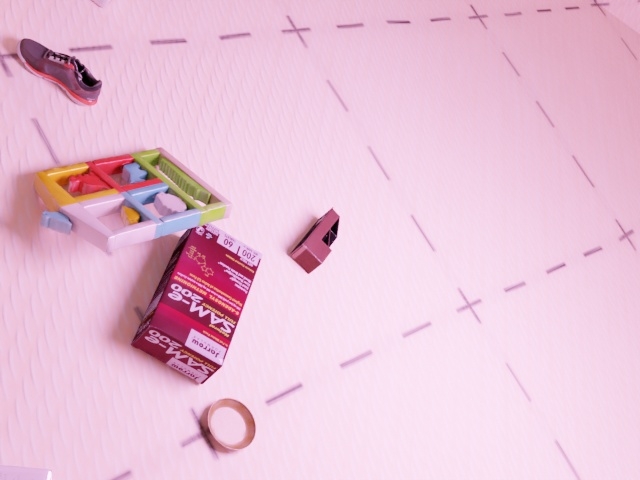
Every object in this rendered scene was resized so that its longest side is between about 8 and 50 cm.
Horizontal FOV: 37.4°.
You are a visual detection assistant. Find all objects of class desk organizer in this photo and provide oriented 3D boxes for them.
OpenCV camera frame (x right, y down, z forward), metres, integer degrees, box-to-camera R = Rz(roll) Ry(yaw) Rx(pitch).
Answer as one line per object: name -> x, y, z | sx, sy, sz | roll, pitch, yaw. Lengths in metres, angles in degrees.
desk organizer -> 0.000, 0.000, 1.722 | 0.050, 0.047, 0.130 | 45, 42, -6

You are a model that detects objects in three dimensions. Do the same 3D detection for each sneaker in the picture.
sneaker -> -0.428, -0.294, 1.575 | 0.158, 0.065, 0.061 | 35, 44, -14

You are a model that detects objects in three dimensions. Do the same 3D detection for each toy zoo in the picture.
toy zoo -> -0.306, -0.065, 1.473 | 0.192, 0.030, 0.293 | 38, 36, 29

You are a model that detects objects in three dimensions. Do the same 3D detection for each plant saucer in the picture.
plant saucer -> -0.136, 0.278, 1.426 | 0.083, 0.015, 0.083 | 22, 48, -27

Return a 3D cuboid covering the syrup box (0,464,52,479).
syrup box -> -0.442, 0.312, 1.092 | 0.237, 0.093, 0.096 | 15, 52, -31

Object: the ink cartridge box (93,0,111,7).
ink cartridge box -> -0.444, -0.547, 1.699 | 0.231, 0.134, 0.078 | 37, 44, -13

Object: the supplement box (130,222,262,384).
supplement box -> -0.188, 0.089, 1.481 | 0.130, 0.073, 0.239 | 31, 45, -16
